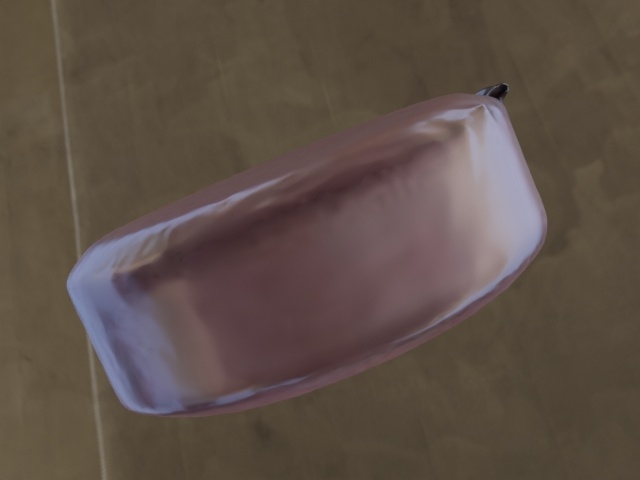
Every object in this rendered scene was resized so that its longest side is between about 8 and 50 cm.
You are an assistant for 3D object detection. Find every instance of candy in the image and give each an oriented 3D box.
[{"bbox_3d":[0.000,0.000,0.466,0.255,0.255,0.094,-23,-83,-9],"label":"candy"}]
